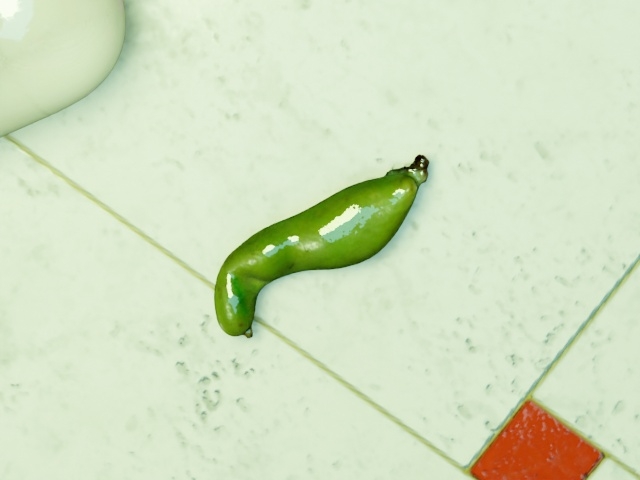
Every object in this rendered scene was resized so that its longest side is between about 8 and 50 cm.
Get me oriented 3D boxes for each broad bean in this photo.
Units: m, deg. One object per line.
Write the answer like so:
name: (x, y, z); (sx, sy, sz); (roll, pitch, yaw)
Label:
broad bean: (0.000, 0.000, 1.456); (0.214, 0.048, 0.070); (-35, 99, 9)

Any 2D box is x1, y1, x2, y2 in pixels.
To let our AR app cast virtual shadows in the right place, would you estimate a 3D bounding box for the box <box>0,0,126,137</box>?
box: (-0.341, -0.190, 1.374); (0.349, 0.141, 0.288); (-24, 100, 7)
